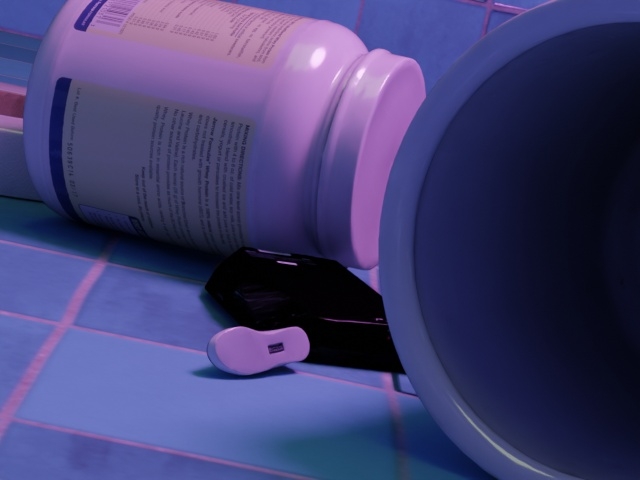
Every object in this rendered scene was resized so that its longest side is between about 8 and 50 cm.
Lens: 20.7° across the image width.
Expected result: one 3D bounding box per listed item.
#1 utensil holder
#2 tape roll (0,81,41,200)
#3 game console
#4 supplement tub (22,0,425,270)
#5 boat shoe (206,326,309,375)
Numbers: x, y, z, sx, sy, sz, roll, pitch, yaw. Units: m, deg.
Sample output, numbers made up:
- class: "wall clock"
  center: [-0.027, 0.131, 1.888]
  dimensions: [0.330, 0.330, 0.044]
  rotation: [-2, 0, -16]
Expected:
- class: "utensil holder"
  center: [0.273, 0.008, 1.234]
  dimensions: [0.328, 0.327, 0.385]
  rotation: [18, 9, 29]
- class: "tape roll"
  center: [-0.351, -0.117, 1.909]
  dimensions: [0.392, 0.072, 0.392]
  rotation: [11, 10, -2]
- class: "game console"
  center: [0.092, 0.069, 1.475]
  dimensions: [0.361, 0.044, 0.213]
  rotation: [8, 12, -21]
- class: "supplement tub"
  center: [-0.086, -0.103, 1.633]
  dimensions: [0.325, 0.235, 0.235]
  rotation: [13, 10, 18]
- class: "boat shoe"
  center: [-0.052, 0.080, 1.274]
  dimensions: [0.035, 0.035, 0.100]
  rotation: [-15, -6, 39]
